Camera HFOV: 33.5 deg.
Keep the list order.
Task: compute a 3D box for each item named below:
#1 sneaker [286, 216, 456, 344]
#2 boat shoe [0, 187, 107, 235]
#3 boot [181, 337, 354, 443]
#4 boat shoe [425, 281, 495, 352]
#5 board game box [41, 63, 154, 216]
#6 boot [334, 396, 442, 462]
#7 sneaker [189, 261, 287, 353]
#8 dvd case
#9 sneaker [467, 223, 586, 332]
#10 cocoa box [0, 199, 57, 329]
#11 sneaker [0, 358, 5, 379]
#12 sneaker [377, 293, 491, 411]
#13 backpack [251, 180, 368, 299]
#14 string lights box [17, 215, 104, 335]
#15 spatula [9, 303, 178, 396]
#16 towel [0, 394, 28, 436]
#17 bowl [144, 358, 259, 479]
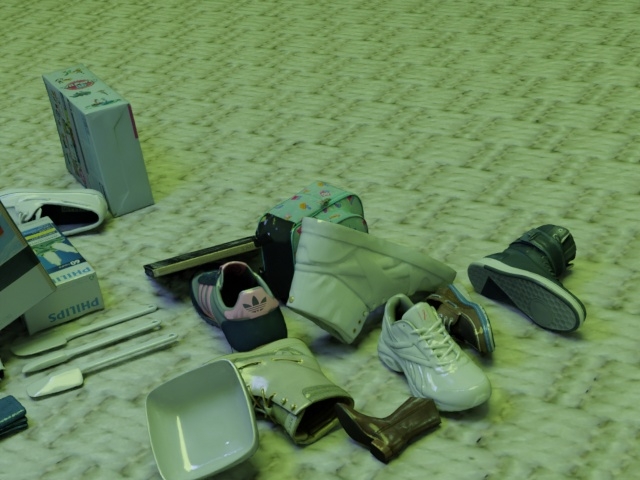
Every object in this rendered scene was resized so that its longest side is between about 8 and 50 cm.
[{"bbox_3d":[0.073,0.080,1.624,0.292,0.169,0.108,17,-5,-33],"label":"sneaker"},{"bbox_3d":[-0.535,-0.049,2.011,0.258,0.095,0.084,-10,24,-2],"label":"boat shoe"},{"bbox_3d":[-0.079,0.218,1.434,0.213,0.077,0.165,-19,33,-22],"label":"boot"},{"bbox_3d":[0.203,0.122,1.563,0.066,0.066,0.183,-16,19,-6],"label":"boat shoe"},{"bbox_3d":[-0.453,-0.208,2.150,0.097,0.224,0.303,-22,32,-23],"label":"board game box"},{"bbox_3d":[0.090,0.227,1.397,0.114,0.037,0.106,-31,62,-32],"label":"boot"},{"bbox_3d":[-0.130,0.075,1.644,0.112,0.131,0.319,-18,26,-19],"label":"sneaker"},{"bbox_3d":[-0.186,0.024,1.810,0.221,0.018,0.164,-16,5,-14],"label":"dvd case"},{"bbox_3d":[0.357,0.051,1.624,0.163,0.086,0.226,-25,32,-24],"label":"sneaker"},{"bbox_3d":[-0.632,0.054,1.619,0.347,0.228,0.231,-38,38,-19],"label":"cocoa box"},{"bbox_3d":[-0.500,0.194,1.624,0.043,0.040,0.109,7,31,-9],"label":"sneaker"},{"bbox_3d":[0.147,0.148,1.462,0.090,0.115,0.232,-22,31,-25],"label":"sneaker"},{"bbox_3d":[0.000,0.000,1.718,0.144,0.166,0.188,13,37,30],"label":"backpack"},{"bbox_3d":[-0.481,0.055,1.823,0.133,0.077,0.259,-21,31,-24],"label":"string lights box"},{"bbox_3d":[-0.349,0.166,1.656,0.242,0.019,0.168,-17,24,-20],"label":"spatula"},{"bbox_3d":[-0.475,0.261,1.493,0.119,0.029,0.067,-25,33,-28],"label":"towel"},{"bbox_3d":[-0.146,0.238,1.370,0.142,0.053,0.142,-25,59,10],"label":"bowl"}]
